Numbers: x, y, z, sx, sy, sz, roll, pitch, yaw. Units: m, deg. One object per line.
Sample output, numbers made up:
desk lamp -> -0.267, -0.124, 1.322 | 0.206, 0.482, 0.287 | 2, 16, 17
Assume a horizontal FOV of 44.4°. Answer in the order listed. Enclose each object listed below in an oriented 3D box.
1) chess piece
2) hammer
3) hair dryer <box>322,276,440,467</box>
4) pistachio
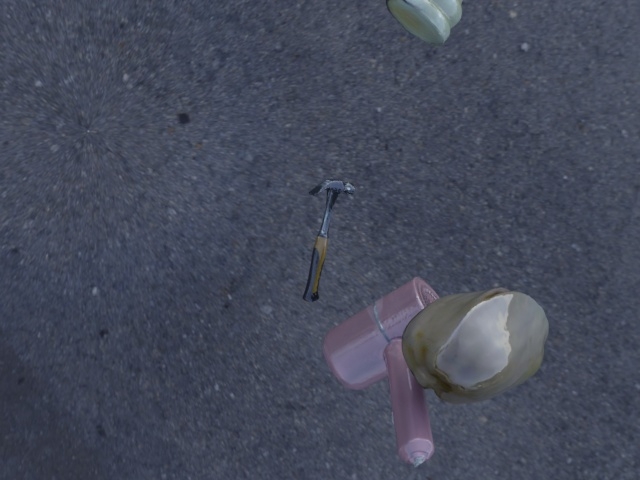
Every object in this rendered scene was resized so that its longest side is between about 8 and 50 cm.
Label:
chess piece -> 0.236, -0.477, 1.377 | 0.133, 0.133, 0.243 | 38, 89, -18
hammer -> 0.000, 0.000, 1.245 | 0.078, 0.021, 0.201 | 7, 100, -39
hair dryer -> 0.117, 0.233, 1.286 | 0.210, 0.352, 0.125 | -33, 119, 20
pistachio -> 0.236, 0.148, 1.183 | 0.288, 0.166, 0.197 | -9, 128, -52
